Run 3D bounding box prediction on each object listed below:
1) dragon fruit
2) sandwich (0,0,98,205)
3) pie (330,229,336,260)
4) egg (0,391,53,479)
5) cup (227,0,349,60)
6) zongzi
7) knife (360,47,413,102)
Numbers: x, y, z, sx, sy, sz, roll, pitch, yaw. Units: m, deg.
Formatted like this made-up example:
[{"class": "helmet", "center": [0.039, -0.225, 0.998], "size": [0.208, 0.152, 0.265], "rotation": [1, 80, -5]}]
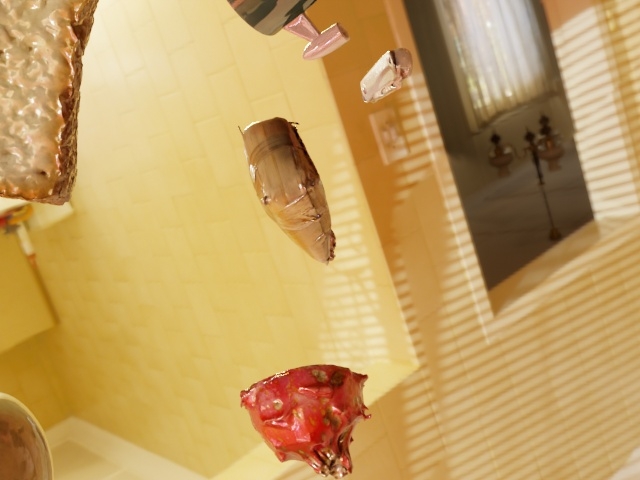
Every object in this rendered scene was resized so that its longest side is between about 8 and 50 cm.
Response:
[{"class": "dragon fruit", "center": [-0.014, 0.218, 0.842], "size": [0.153, 0.153, 0.110], "rotation": [-17, -127, 7]}, {"class": "sandwich", "center": [-0.362, -0.213, 0.739], "size": [0.262, 0.325, 0.131], "rotation": [10, -168, -14]}, {"class": "pie", "center": [0.000, 0.000, 1.570], "size": [0.034, 0.092, 0.170], "rotation": [-24, -165, -17]}, {"class": "egg", "center": [-0.436, 0.312, 0.931], "size": [0.187, 0.186, 0.253], "rotation": [-14, -128, 21]}, {"class": "cup", "center": [-0.050, -0.419, 1.099], "size": [0.173, 0.299, 0.167], "rotation": [-28, -169, 28]}, {"class": "zongzi", "center": [-0.041, -0.073, 1.118], "size": [0.099, 0.197, 0.194], "rotation": [-23, -128, 3]}, {"class": "knife", "center": [0.125, -0.318, 1.461], "size": [0.041, 0.073, 0.265], "rotation": [-8, -178, -11]}]
